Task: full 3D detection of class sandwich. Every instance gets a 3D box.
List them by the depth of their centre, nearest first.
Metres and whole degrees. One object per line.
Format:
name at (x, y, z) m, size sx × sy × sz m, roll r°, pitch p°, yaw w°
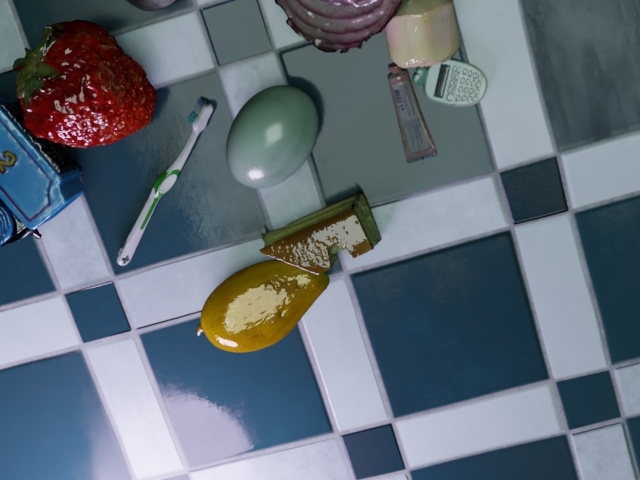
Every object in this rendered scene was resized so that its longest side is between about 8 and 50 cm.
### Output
sandwich at (0.000, 0.000, 1.995) m, size 0.236 × 0.122 × 0.128 m, roll -22°, pitch 100°, yaw 12°

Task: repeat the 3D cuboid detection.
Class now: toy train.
toy train at (-0.662, -0.141, 1.969) m, size 0.265 × 0.188 × 0.300 m, roll -39°, pitch 99°, yaw 8°

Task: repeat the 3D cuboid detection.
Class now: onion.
onion at (0.036, -0.526, 1.837) m, size 0.314 × 0.146 × 0.280 m, roll 40°, pitch 126°, yaw 8°

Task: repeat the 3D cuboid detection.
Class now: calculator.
calculator at (0.265, -0.324, 1.933) m, size 0.153 × 0.021 × 0.095 m, roll 11°, pitch 106°, yaw 0°

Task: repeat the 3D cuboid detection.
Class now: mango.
mango at (-0.128, 0.139, 2.043) m, size 0.317 × 0.119 × 0.176 m, roll -30°, pitch 95°, yaw 8°

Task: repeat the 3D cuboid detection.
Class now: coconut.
coconut at (0.194, -0.422, 1.844) m, size 0.147 × 0.147 × 0.152 m, roll -11°, pitch 109°, yaw 7°

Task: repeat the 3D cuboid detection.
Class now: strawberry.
strawberry at (-0.460, -0.297, 1.890) m, size 0.277 × 0.257 × 0.257 m, roll 17°, pitch 110°, yaw -37°

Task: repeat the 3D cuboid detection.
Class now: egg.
egg at (-0.099, -0.208, 1.915) m, size 0.168 × 0.168 × 0.231 m, roll 36°, pitch 109°, yaw -6°

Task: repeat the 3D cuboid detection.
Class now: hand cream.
hand cream at (0.184, -0.264, 1.950) m, size 0.067 × 0.043 × 0.209 m, roll -15°, pitch 110°, yaw 10°

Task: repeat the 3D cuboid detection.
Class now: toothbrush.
toothbrush at (-0.335, -0.116, 2.022) m, size 0.040 × 0.042 × 0.417 m, roll 40°, pitch 109°, yaw 34°

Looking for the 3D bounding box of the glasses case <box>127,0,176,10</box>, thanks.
glasses case at (-0.401, -0.534, 1.788) m, size 0.114 × 0.299 × 0.060 m, roll -1°, pitch 72°, yaw 35°
